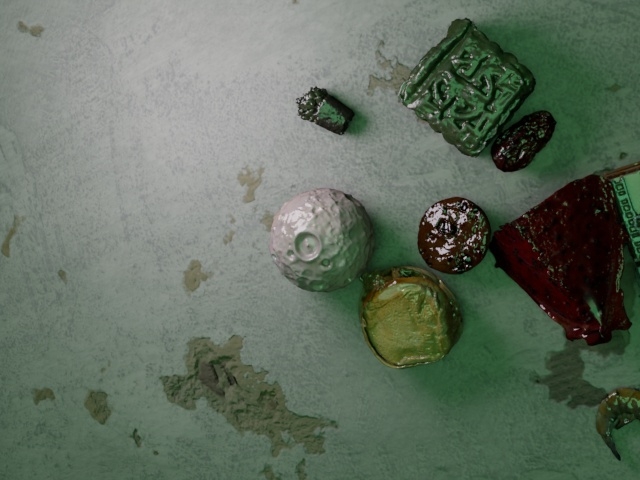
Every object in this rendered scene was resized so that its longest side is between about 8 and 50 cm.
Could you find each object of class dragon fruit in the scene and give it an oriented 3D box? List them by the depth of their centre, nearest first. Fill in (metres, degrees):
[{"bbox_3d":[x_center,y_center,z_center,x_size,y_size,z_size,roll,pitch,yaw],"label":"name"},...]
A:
[{"bbox_3d":[0.564,0.051,1.570,0.228,0.286,0.329,-34,80,-10],"label":"dragon fruit"}]

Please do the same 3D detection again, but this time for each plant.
[{"bbox_3d":[0.009,-0.319,1.748,0.143,0.094,0.092,31,114,6],"label":"plant"}]

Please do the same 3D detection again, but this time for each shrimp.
[{"bbox_3d":[0.735,0.448,1.648,0.150,0.051,0.217,-42,76,19],"label":"shrimp"}]

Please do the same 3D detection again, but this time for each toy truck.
[{"bbox_3d":[0.716,-0.017,1.529,0.136,0.162,0.305,-18,91,26],"label":"toy truck"}]

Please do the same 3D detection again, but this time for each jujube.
[{"bbox_3d":[0.465,-0.225,1.626,0.166,0.104,0.104,-36,85,8],"label":"jujube"}]

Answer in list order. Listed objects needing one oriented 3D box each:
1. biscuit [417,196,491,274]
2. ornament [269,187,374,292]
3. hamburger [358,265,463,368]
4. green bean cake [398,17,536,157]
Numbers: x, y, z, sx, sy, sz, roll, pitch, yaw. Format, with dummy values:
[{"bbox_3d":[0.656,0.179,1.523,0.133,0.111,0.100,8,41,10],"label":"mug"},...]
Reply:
[{"bbox_3d":[0.313,-0.010,1.688,0.192,0.049,0.192,-1,88,40],"label":"biscuit"},{"bbox_3d":[0.000,0.000,1.714,0.259,0.225,0.260,2,96,15],"label":"ornament"},{"bbox_3d":[0.204,0.181,1.721,0.286,0.146,0.243,30,110,4],"label":"hamburger"},{"bbox_3d":[0.334,-0.350,1.634,0.255,0.132,0.241,43,109,7],"label":"green bean cake"}]
